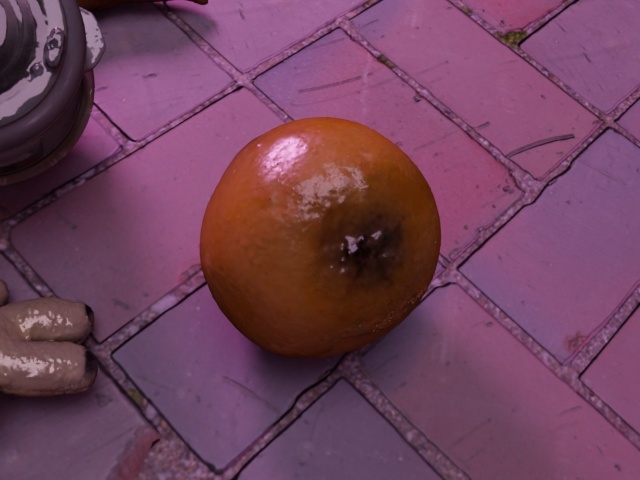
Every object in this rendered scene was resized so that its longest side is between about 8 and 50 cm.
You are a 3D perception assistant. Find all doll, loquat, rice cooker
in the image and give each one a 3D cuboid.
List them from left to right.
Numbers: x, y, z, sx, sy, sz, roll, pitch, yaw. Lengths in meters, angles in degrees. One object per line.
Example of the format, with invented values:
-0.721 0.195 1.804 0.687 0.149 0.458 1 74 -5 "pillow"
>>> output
-0.373 0.123 0.739 0.278 0.175 0.149 2 98 -19 "doll"
-0.391 -0.197 0.812 0.317 0.317 0.264 -25 96 -23 "rice cooker"
0.000 0.000 0.792 0.263 0.263 0.262 5 60 -8 "loquat"

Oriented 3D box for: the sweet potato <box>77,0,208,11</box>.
-0.342 -0.365 1.030 0.355 0.095 0.106 -14 91 -19 "sweet potato"
